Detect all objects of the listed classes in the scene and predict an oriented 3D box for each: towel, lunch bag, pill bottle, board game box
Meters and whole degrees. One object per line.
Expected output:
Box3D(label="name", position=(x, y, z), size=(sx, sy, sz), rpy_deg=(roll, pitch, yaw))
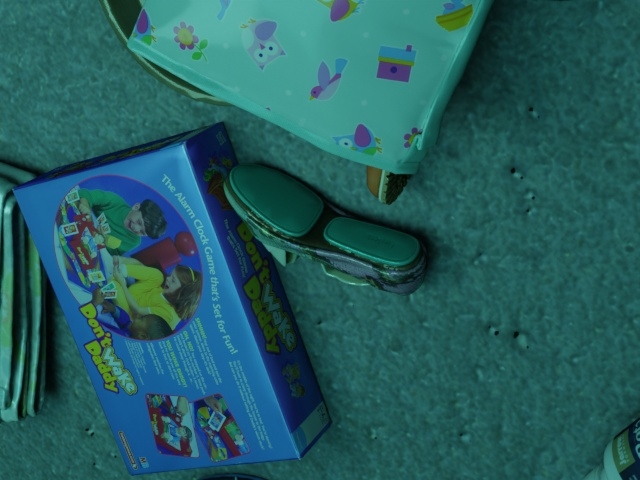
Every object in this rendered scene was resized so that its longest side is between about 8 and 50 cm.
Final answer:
Box3D(label="towel", position=(-0.483, 0.029, 1.426), size=(0.374, 0.090, 0.321), rpy_deg=(17, 114, 21))
Box3D(label="lunch bag", position=(0.010, -0.201, 0.982), size=(0.262, 0.160, 0.223), rpy_deg=(29, 114, 13))
Box3D(label="pill bottle", position=(0.314, 0.196, 1.075), size=(0.094, 0.094, 0.169), rpy_deg=(45, 123, 4))
Box3D(label="board game box", position=(-0.156, 0.072, 1.275), size=(0.233, 0.078, 0.347), rpy_deg=(-11, 105, 31))

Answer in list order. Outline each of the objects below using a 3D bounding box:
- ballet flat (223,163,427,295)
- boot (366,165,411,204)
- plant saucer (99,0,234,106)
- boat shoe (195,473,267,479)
Box3D(label="ballet flat", position=(0.000, 0.000, 1.175), size=(0.221, 0.077, 0.079), rpy_deg=(23, 139, 17))
Box3D(label="boot", position=(0.049, -0.114, 1.108), size=(0.084, 0.059, 0.158), rpy_deg=(11, 107, 26))
Box3D(label="plant saucer", position=(-0.093, -0.264, 1.124), size=(0.277, 0.041, 0.278), rpy_deg=(10, 114, 23))
Box3D(label="boat shoe", position=(-0.055, 0.323, 1.323), size=(0.258, 0.089, 0.109), rpy_deg=(6, 113, 25))
